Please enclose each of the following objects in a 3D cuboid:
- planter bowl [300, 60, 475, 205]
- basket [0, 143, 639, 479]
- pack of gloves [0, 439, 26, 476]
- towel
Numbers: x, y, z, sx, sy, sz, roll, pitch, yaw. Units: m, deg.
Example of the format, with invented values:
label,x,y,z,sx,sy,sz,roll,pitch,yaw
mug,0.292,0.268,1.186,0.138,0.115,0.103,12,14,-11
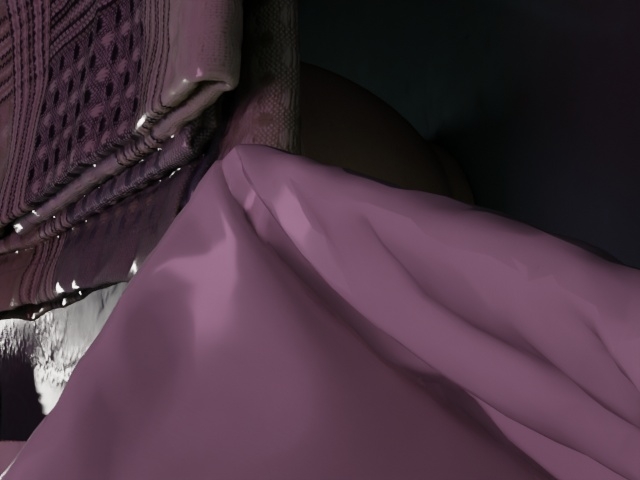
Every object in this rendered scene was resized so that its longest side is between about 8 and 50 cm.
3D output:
label,x,y,z,sx,sy,sz,roll,pitch,yaw
planter bowl,0.000,0.000,0.776,0.162,0.109,0.162,-10,78,60
basket,0.043,0.192,0.439,0.328,0.266,0.331,-57,30,-5
pack of gloves,-0.196,0.255,1.193,0.195,0.046,0.232,-4,88,59
towel,-0.102,-0.133,0.804,0.312,0.056,0.324,-20,70,57
